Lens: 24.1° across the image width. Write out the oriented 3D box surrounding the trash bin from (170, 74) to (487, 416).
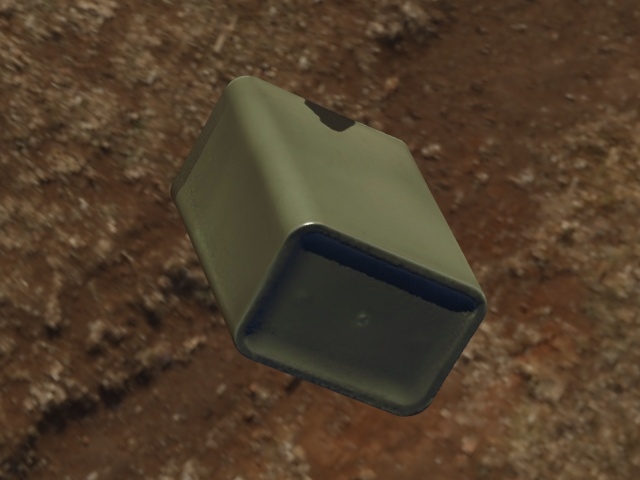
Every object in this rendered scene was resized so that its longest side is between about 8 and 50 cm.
[{"bbox_3d":[0.000,0.000,1.048,0.164,0.240,0.122,23,109,-21],"label":"trash bin"}]
